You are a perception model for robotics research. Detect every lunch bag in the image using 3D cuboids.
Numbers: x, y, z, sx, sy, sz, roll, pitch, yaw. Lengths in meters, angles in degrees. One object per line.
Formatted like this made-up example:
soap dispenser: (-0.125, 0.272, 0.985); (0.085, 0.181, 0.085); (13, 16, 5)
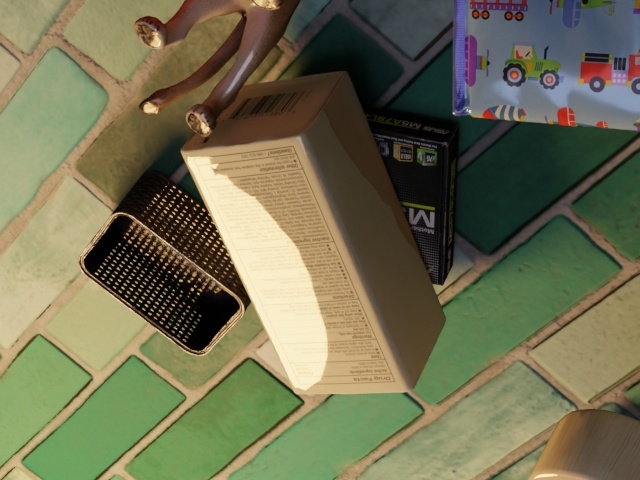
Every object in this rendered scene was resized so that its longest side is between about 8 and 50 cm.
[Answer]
lunch bag: (0.233, -0.254, 1.335); (0.221, 0.138, 0.293); (6, 116, 22)

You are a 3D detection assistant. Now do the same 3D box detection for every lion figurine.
lion figurine: (-0.040, -0.266, 1.407); (0.142, 0.240, 0.392); (41, 147, -7)

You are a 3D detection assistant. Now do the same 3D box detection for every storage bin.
storage bin: (-0.161, 0.026, 1.746); (0.180, 0.084, 0.122); (37, 132, -7)

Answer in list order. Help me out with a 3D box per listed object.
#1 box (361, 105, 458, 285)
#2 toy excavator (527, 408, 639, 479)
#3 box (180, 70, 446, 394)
box: (0.045, -0.053, 1.614); (0.190, 0.045, 0.184); (13, 129, 16)
toy excavator: (0.306, 0.357, 1.618); (0.433, 0.222, 0.445); (42, 148, -12)
box: (0.000, 0.000, 1.565); (0.148, 0.121, 0.311); (-4, 124, 30)
